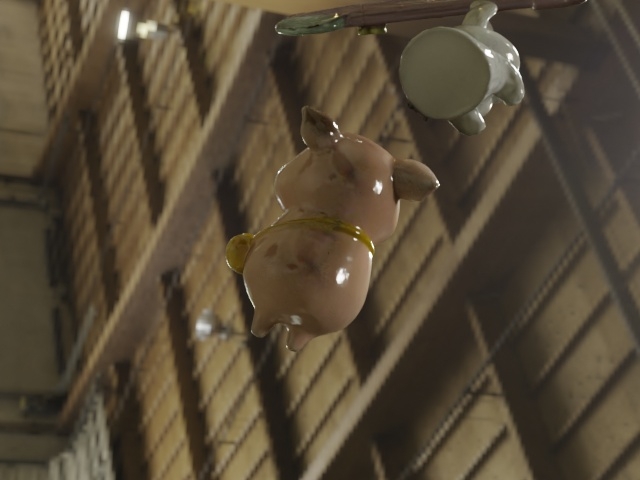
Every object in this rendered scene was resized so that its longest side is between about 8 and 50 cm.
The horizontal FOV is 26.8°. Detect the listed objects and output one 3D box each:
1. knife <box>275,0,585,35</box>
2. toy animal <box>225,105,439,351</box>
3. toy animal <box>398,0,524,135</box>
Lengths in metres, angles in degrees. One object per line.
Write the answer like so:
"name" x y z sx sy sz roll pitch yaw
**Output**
"knife" 0.143 -0.284 1.658 0.132 0.399 0.038 -89 171 -70
"toy animal" -0.002 -0.001 1.462 0.248 0.165 0.149 -67 -161 -6
"toy animal" 0.167 -0.191 1.464 0.103 0.131 0.221 -57 175 25
